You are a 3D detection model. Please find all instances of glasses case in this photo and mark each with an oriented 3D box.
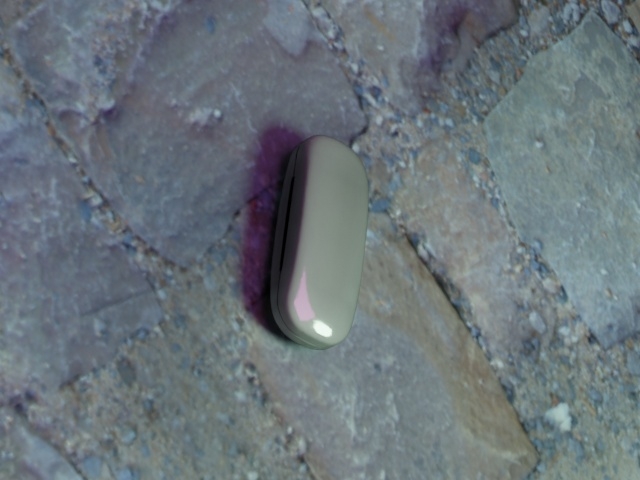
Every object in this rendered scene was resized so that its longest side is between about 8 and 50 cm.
[{"bbox_3d":[0.000,0.000,1.628,0.074,0.049,0.193,28,53,-32],"label":"glasses case"}]
